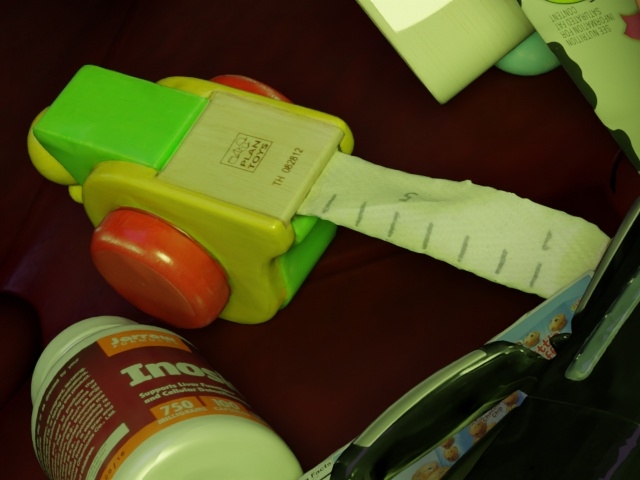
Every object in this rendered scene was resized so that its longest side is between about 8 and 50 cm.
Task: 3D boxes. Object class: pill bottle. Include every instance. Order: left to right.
[{"bbox_3d":[-0.070,0.086,0.734,0.086,0.086,0.152,-44,30,-5],"label":"pill bottle"}]

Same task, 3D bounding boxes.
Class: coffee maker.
[{"bbox_3d":[0.108,0.076,0.483,0.171,0.120,0.178,25,69,44],"label":"coffee maker"}]

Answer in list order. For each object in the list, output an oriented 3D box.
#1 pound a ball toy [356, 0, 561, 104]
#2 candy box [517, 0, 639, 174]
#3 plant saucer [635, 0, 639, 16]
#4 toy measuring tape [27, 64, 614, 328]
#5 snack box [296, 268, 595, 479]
[{"bbox_3d":[0.152,-0.202,0.852,0.319,0.136,0.208,-38,4,5],"label":"pound a ball toy"},{"bbox_3d":[0.135,-0.146,0.656,0.159,0.233,0.071,-21,35,33],"label":"candy box"},{"bbox_3d":[0.181,-0.043,0.453,0.047,0.259,0.258,-35,27,-16],"label":"plant saucer"},{"bbox_3d":[0.000,0.000,0.790,0.330,0.121,0.121,18,61,31],"label":"toy measuring tape"},{"bbox_3d":[0.040,0.082,0.631,0.178,0.022,0.064,-37,29,8],"label":"snack box"}]
